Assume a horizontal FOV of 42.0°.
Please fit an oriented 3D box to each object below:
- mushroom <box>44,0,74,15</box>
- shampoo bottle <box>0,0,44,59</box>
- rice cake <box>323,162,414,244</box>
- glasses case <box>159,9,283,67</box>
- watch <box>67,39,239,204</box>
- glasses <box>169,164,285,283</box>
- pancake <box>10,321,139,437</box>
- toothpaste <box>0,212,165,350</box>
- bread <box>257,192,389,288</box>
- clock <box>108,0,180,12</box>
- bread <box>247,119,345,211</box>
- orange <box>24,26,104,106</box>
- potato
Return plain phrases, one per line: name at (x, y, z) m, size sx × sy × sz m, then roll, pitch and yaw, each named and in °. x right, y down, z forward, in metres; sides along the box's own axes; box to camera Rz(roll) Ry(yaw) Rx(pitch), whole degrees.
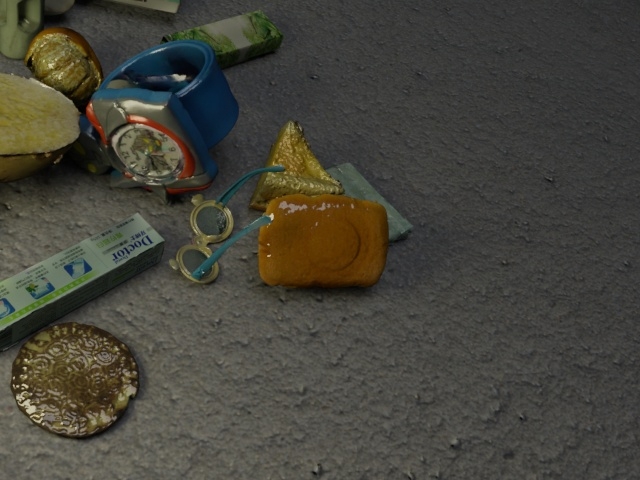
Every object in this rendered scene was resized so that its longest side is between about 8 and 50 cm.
mushroom at (-0.624, -0.546, 1.761) m, size 0.225 × 0.116 × 0.093 m, roll 21°, pitch 28°, yaw 23°
shampoo bottle at (-0.582, -0.478, 1.621) m, size 0.087 × 0.234 × 0.118 m, roll 17°, pitch 48°, yaw -6°
rice cake at (0.075, -0.072, 1.663) m, size 0.124 × 0.038 × 0.211 m, roll -22°, pitch 61°, yaw -34°
glasses case at (-0.216, -0.431, 1.838) m, size 0.272 × 0.062 × 0.095 m, roll -26°, pitch 71°, yaw -35°
watch at (-0.316, -0.234, 1.552) m, size 0.305 × 0.241 × 0.274 m, roll -1°, pitch 47°, yaw 22°
glasses at (-0.141, -0.026, 1.451) m, size 0.088 × 0.221 × 0.189 m, roll 46°, pitch 39°, yaw -32°
pancake at (-0.372, 0.209, 1.271) m, size 0.199 × 0.021 × 0.199 m, roll 11°, pitch 49°, yaw -12°
toothpaste at (-0.408, 0.065, 1.348) m, size 0.081 × 0.067 × 0.336 m, roll 43°, pitch 50°, yaw 17°
bread at (0.000, 0.000, 1.492) m, size 0.246 × 0.121 × 0.174 m, roll 3°, pitch 92°, yaw -23°
clock at (-0.441, -0.614, 1.882) m, size 0.262 × 0.116 × 0.231 m, roll 7°, pitch 55°, yaw -13°
bread at (-0.043, -0.134, 1.602) m, size 0.169 × 0.140 × 0.160 m, roll 10°, pitch 60°, yaw -18°
orange at (-0.492, -0.328, 1.597) m, size 0.156 × 0.134 × 0.156 m, roll 53°, pitch 19°, yaw -26°
potato at (-0.557, -0.183, 1.387) m, size 0.299 × 0.116 × 0.239 m, roll 2°, pitch 48°, yaw -27°
